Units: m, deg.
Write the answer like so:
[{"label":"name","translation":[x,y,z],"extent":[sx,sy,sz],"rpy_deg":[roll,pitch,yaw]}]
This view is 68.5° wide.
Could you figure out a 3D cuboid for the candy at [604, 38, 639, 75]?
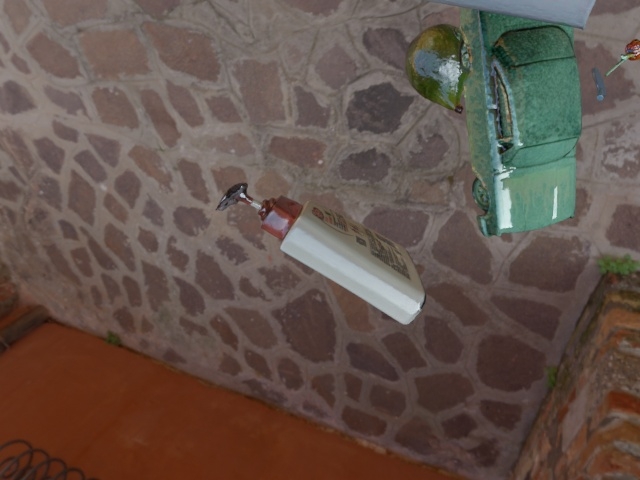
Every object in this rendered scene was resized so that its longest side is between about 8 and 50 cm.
[{"label":"candy","translation":[0.897,-0.533,1.391],"extent":[0.060,0.201,0.060],"rpy_deg":[44,158,23]}]

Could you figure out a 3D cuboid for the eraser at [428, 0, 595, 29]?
[{"label":"eraser","translation":[0.151,-0.299,0.412],"extent":[0.227,0.081,0.174],"rpy_deg":[22,117,21]}]

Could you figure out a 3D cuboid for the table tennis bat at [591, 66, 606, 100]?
[{"label":"table tennis bat","translation":[0.923,-0.513,1.558],"extent":[0.019,0.155,0.100],"rpy_deg":[-19,127,42]}]

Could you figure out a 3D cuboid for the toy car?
[{"label":"toy car","translation":[0.255,-0.165,0.595],"extent":[0.142,0.097,0.320],"rpy_deg":[-13,104,-12]}]

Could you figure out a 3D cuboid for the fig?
[{"label":"fig","translation":[0.341,-0.463,1.335],"extent":[0.203,0.235,0.203],"rpy_deg":[0,163,0]}]

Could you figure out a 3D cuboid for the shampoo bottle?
[{"label":"shampoo bottle","translation":[0.000,0.000,0.630],"extent":[0.284,0.153,0.071],"rpy_deg":[26,113,-15]}]
